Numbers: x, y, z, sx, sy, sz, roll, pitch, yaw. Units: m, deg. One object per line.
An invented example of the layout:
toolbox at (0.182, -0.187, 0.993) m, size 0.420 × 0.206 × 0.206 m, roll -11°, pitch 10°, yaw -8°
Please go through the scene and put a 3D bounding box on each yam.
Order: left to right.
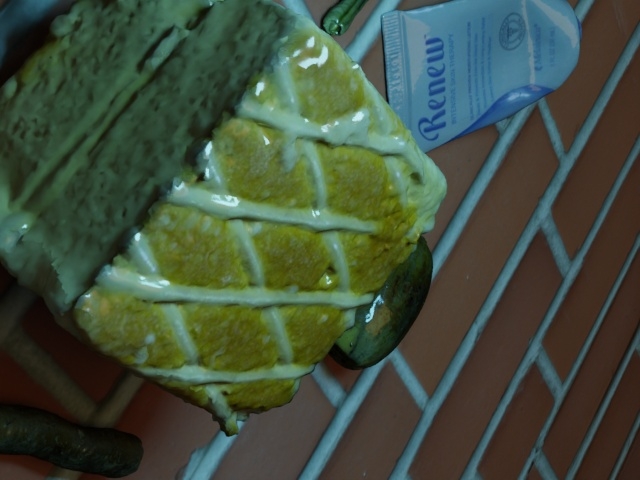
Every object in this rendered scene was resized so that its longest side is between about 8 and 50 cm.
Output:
yam at (-0.294, 0.217, 1.297) m, size 0.253 × 0.061 × 0.061 m, roll 28°, pitch 78°, yaw -52°

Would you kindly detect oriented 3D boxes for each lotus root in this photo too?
lotus root at (0.084, 0.081, 1.704) m, size 0.241 × 0.123 × 0.124 m, roll -53°, pitch 147°, yaw -25°

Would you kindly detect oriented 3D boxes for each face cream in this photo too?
face cream at (0.251, -0.283, 1.845) m, size 0.420 × 0.137 × 0.234 m, roll -23°, pitch 121°, yaw -34°

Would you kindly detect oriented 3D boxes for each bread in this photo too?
bread at (-0.114, -0.044, 1.210) m, size 0.371 × 0.279 × 0.390 m, roll -50°, pitch 143°, yaw 0°

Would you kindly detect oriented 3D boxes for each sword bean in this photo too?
sword bean at (0.086, -0.361, 1.638) m, size 0.269 × 0.038 × 0.043 m, roll -47°, pitch 110°, yaw -34°
